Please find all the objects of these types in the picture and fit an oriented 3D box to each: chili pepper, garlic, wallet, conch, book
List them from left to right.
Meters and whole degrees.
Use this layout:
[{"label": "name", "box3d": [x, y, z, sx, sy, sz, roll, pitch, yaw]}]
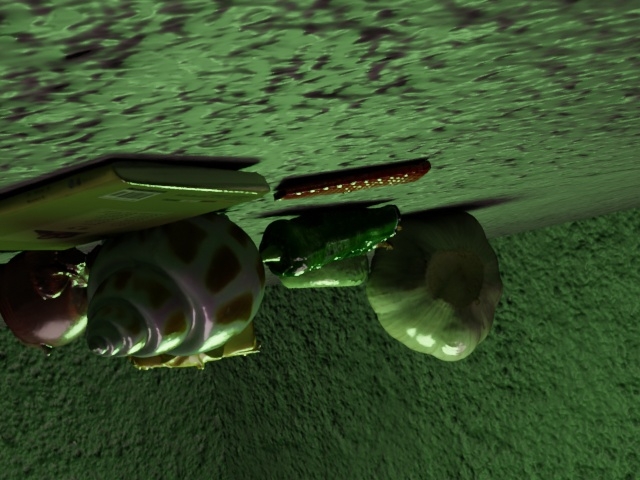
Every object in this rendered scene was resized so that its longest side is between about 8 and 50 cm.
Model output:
[{"label": "book", "box3d": [-0.260, -0.033, 1.141, 0.352, 0.035, 0.239, -12, 173, 34]}, {"label": "conch", "box3d": [-0.202, 0.052, 1.369, 0.249, 0.197, 0.368, 6, 180, 25]}, {"label": "chili pepper", "box3d": [0.000, 0.000, 1.736, 0.270, 0.099, 0.136, -12, -173, -41]}, {"label": "wallet", "box3d": [0.041, -0.075, 1.357, 0.196, 0.020, 0.103, -9, 176, -12]}, {"label": "garlic", "box3d": [0.236, 0.098, 2.187, 0.317, 0.317, 0.259, -9, 179, -12]}]

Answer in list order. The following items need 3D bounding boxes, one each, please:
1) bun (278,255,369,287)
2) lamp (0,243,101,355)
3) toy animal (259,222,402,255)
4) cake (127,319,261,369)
[{"label": "bun", "box3d": [0.006, 0.040, 2.143, 0.195, 0.118, 0.195, -1, 174, 0]}, {"label": "lamp", "box3d": [-0.394, 0.064, 1.509, 0.223, 0.151, 0.215, -49, 160, 16]}, {"label": "toy animal", "box3d": [0.023, -0.001, 1.986, 0.224, 0.066, 0.229, -18, 165, 35]}, {"label": "cake", "box3d": [-0.232, 0.112, 1.824, 0.222, 0.228, 0.286, -8, 175, -20]}]
